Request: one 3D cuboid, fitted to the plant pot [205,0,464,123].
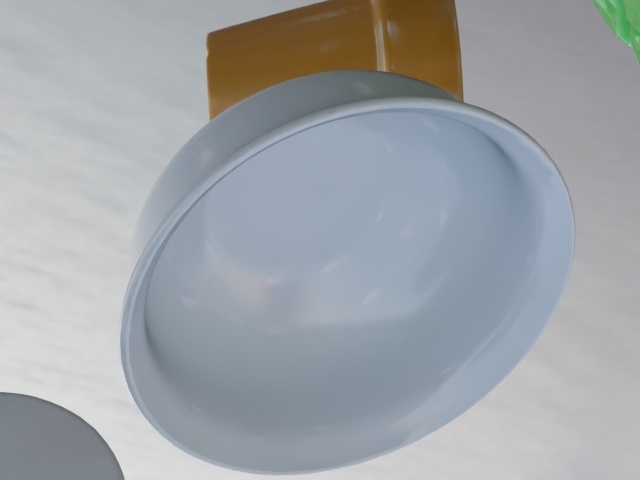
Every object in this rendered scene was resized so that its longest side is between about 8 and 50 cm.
[{"bbox_3d":[0.008,-0.104,1.326,0.188,0.205,0.205,-3,166,-1],"label":"plant pot"}]

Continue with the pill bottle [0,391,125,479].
[{"bbox_3d":[-0.172,0.215,0.922,0.160,0.160,0.283,13,141,3],"label":"pill bottle"}]

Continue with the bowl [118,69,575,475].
[{"bbox_3d":[0.000,0.000,1.080,0.298,0.298,0.134,24,-156,-38],"label":"bowl"}]

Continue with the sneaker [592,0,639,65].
[{"bbox_3d":[0.348,-0.134,0.873,0.483,0.202,0.185,19,136,2],"label":"sneaker"}]
